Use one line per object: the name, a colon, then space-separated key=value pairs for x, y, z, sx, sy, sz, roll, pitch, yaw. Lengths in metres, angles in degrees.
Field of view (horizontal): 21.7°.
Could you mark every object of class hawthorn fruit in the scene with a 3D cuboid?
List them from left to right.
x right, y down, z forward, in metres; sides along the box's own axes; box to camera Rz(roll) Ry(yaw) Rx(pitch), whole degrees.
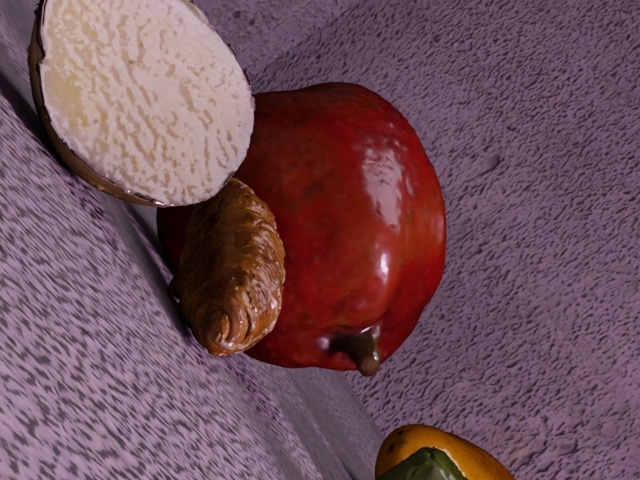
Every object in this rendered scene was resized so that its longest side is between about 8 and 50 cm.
hawthorn fruit: x=0.000 y=0.000 z=1.552 sx=0.265 sy=0.265 sz=0.307 roll=55 pitch=4 yaw=-46

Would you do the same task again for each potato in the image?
potato: x=-0.163 y=-0.108 z=1.314 sx=0.202 sy=0.182 sz=0.117 roll=37 pitch=-32 yaw=-20

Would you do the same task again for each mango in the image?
mango: x=0.156 y=0.320 z=1.989 sx=0.290 sy=0.160 sz=0.191 roll=49 pitch=13 yaw=-48

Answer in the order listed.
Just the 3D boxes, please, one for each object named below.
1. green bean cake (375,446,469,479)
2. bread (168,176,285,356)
green bean cake: x=0.146 y=0.327 z=1.642 sx=0.248 sy=0.125 sz=0.222 roll=55 pitch=0 yaw=15
bread: x=-0.072 y=0.031 z=1.375 sx=0.076 sy=0.105 sz=0.233 roll=33 pitch=24 yaw=-23
